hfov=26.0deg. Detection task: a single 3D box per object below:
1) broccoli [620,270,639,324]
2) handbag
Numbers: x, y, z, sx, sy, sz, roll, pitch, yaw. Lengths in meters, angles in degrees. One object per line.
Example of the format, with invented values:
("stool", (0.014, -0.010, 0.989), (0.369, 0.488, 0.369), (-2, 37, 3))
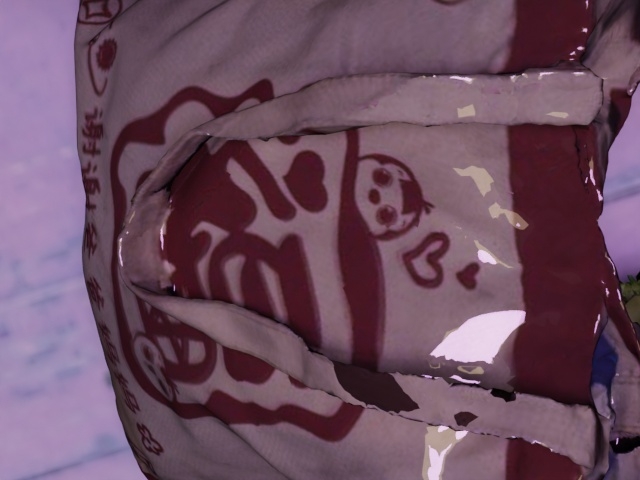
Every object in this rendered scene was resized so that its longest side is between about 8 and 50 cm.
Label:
("broccoli", (0.132, 0.098, 0.482), (0.195, 0.156, 0.195), (1, 86, -20))
("handbag", (0.000, 0.000, 0.443), (0.127, 0.235, 0.213), (-8, 98, -39))
